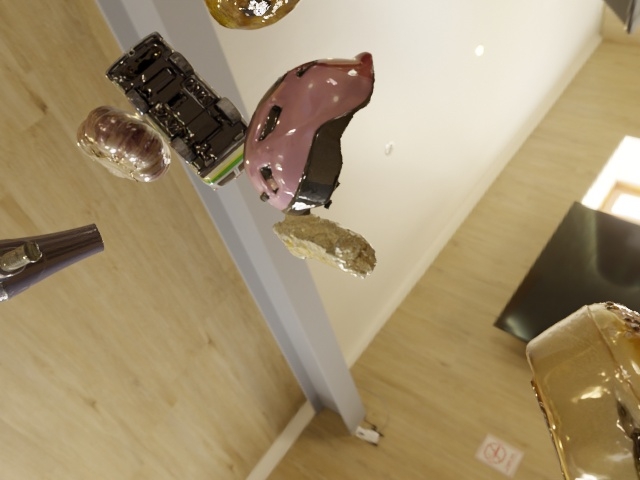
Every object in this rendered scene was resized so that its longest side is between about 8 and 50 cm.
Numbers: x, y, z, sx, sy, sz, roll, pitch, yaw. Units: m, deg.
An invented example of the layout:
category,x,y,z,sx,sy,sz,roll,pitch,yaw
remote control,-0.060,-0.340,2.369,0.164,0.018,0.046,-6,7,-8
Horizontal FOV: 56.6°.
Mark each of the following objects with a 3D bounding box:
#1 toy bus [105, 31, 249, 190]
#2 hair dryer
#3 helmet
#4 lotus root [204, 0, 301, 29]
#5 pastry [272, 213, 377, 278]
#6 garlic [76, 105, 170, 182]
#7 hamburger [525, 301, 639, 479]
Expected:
category,x,y,z,sx,sy,sz,roll,pitch,yaw
toy bus,-0.270,-0.254,1.206,0.143,0.305,0.179,-43,-13,-6
hair dryer,-0.519,0.035,1.061,0.301,0.361,0.121,-23,-82,-30
helmet,-0.029,-0.162,0.865,0.154,0.198,0.253,10,-99,-15
lotus root,-0.089,-0.453,0.955,0.193,0.291,0.193,21,-126,-32
pastry,0.004,0.005,1.180,0.089,0.258,0.121,-46,-58,-14
garlic,-0.475,-0.245,1.465,0.160,0.245,0.245,-63,-33,-12
hamburger,0.363,0.215,0.684,0.300,0.176,0.300,49,-153,-36
